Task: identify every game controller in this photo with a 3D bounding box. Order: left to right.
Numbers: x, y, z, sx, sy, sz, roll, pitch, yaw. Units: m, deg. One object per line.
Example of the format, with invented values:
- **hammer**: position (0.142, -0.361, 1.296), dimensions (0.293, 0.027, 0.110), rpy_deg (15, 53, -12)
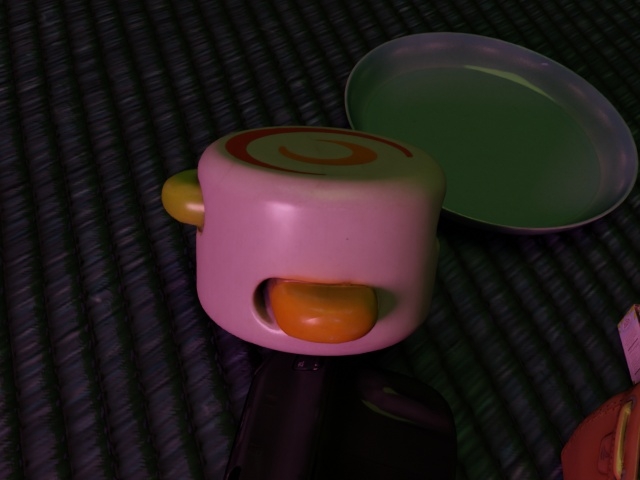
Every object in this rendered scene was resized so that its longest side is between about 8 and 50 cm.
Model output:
- **game controller**: position (0.007, 0.211, 0.548), dimensions (0.167, 0.067, 0.319), rpy_deg (24, 46, -10)

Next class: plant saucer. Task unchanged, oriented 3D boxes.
- **plant saucer**: position (0.179, -0.115, 0.887), dimensions (0.318, 0.043, 0.317), rpy_deg (6, 46, -7)

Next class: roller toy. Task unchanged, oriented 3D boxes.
- **roller toy**: position (0.000, 0.000, 0.646), dimensions (0.191, 0.146, 0.209), rpy_deg (-16, 28, -42)

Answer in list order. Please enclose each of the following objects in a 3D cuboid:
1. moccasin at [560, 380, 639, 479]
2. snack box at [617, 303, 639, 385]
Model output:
- **moccasin**: position (0.241, 0.253, 0.490), dimensions (0.139, 0.147, 0.380), rpy_deg (11, 47, -2)
- **snack box**: position (0.342, 0.111, 0.717), dimensions (0.141, 0.037, 0.100), rpy_deg (8, 48, -6)
